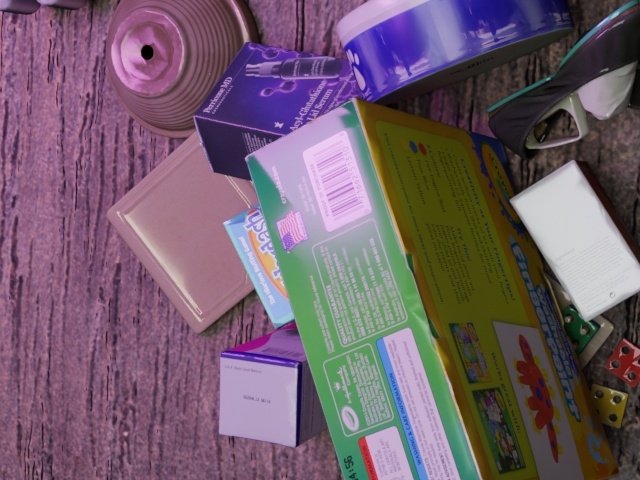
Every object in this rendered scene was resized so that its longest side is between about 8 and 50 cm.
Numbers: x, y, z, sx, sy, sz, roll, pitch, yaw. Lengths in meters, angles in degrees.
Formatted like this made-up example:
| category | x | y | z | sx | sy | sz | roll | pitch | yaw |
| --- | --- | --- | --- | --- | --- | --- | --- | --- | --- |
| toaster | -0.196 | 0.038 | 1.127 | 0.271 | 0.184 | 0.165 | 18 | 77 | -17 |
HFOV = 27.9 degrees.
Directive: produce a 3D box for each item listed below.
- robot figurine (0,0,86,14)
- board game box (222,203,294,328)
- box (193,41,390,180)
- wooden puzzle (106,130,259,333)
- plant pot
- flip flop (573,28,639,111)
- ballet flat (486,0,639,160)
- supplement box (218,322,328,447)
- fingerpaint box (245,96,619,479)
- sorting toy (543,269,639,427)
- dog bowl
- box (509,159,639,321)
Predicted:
| category | x | y | z | sx | sy | sz | roll | pitch | yaw |
| --- | --- | --- | --- | --- | --- | --- | --- | --- | --- |
| robot figurine | -0.403 | -0.494 | 1.771 | 0.300 | 0.200 | 0.353 | -4 | 95 | 10 |
| board game box | 0.000 | 0.000 | 1.697 | 0.210 | 0.047 | 0.160 | -28 | 86 | 5 |
| box | -0.033 | -0.154 | 1.655 | 0.207 | 0.153 | 0.108 | 13 | 144 | 23 |
| wooden puzzle | -0.161 | -0.016 | 1.804 | 0.239 | 0.044 | 0.221 | -39 | 87 | 28 |
| plant pot | -0.210 | -0.257 | 1.764 | 0.237 | 0.110 | 0.237 | 3 | 97 | 25 |
| flip flop | 0.422 | -0.174 | 1.513 | 0.277 | 0.080 | 0.112 | 31 | 113 | 34 |
| ballet flat | 0.306 | -0.175 | 1.511 | 0.096 | 0.095 | 0.280 | 61 | 147 | 6 |
| supplement box | -0.033 | 0.183 | 1.677 | 0.111 | 0.220 | 0.114 | 6 | 100 | 24 |
| fingerpaint box | 0.134 | 0.093 | 1.461 | 0.163 | 0.371 | 0.444 | -25 | 75 | 29 |
| sorting toy | 0.284 | 0.126 | 1.622 | 0.274 | 0.046 | 0.132 | 39 | 110 | 15 |
| dog bowl | 0.159 | -0.250 | 1.513 | 0.265 | 0.265 | 0.104 | -20 | 90 | 25 |
| box | 0.317 | -0.002 | 1.541 | 0.091 | 0.130 | 0.170 | -33 | 83 | 17 |
